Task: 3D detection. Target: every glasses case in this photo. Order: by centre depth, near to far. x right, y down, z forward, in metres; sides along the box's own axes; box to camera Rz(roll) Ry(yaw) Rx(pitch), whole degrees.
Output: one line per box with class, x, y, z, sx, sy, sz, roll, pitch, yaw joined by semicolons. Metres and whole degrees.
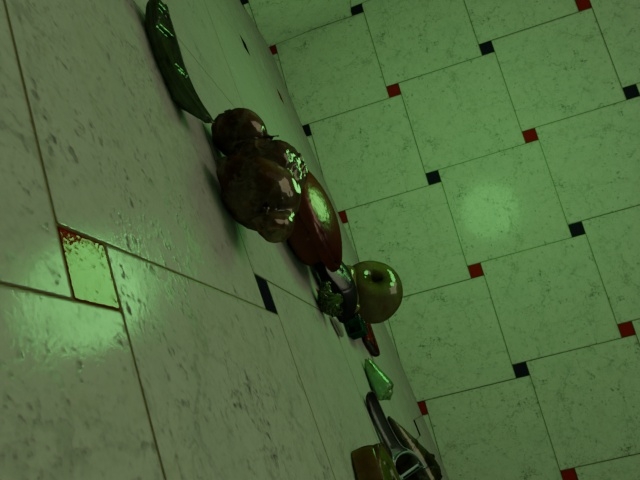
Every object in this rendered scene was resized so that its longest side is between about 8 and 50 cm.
glasses case;0.055;0.277;1.925;0.032;0.021;0.083;-102;167;-69

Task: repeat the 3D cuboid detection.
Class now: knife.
knife;0.206;0.609;1.864;0.123;0.053;0.277;-16;69;-40

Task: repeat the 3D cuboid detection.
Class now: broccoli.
broccoli;0.033;0.177;1.816;0.095;0.092;0.096;39;43;-47

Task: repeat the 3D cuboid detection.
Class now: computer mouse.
computer mouse;0.072;0.158;2.020;0.137;0.087;0.269;-64;138;-59

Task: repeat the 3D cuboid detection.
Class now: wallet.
wallet;0.199;0.385;2.556;0.142;0.045;0.204;60;10;-45

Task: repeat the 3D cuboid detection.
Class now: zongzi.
zongzi;0.304;0.712;1.994;0.274;0.125;0.251;63;6;19

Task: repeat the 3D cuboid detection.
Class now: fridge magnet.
fridge magnet;-0.032;-0.068;1.831;0.363;0.155;0.363;-23;90;-82

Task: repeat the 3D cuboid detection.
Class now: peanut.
peanut;0.101;0.187;2.239;0.099;0.100;0.214;58;16;-52

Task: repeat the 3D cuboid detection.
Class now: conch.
conch;0.212;0.508;2.169;0.105;0.079;0.170;86;-21;-63

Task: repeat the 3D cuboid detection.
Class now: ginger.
ginger;-0.134;-0.132;1.306;0.256;0.176;0.375;41;22;-32

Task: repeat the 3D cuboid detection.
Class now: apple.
apple;0.204;0.213;2.409;0.233;0.257;0.256;106;-27;-49

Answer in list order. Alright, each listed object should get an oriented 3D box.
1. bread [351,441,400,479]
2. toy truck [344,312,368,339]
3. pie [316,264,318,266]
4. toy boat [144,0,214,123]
bread;0.150;0.597;1.410;0.236;0.070;0.236;-23;90;-82
toy truck;0.134;0.320;2.202;0.147;0.065;0.079;49;22;-67
pie;0.000;0.000;2.163;0.306;0.071;0.306;-19;90;-82
toy boat;-0.300;-0.366;1.226;0.093;0.055;0.292;32;35;-79
